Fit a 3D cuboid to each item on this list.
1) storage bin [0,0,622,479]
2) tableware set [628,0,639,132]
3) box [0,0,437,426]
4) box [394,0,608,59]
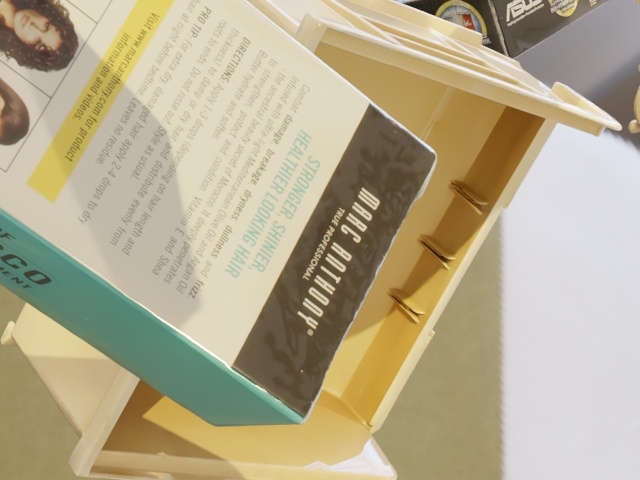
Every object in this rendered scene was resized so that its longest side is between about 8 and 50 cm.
[{"bbox_3d":[0.000,0.000,0.923,0.260,0.262,0.123,13,22,-43],"label":"storage bin"},{"bbox_3d":[0.232,-0.138,0.938,0.141,0.168,0.020,-25,48,-17],"label":"tableware set"},{"bbox_3d":[-0.088,-0.050,0.480,0.244,0.060,0.100,37,66,-22],"label":"box"},{"bbox_3d":[0.118,-0.188,1.268,0.270,0.216,0.060,-33,109,-44],"label":"box"}]
